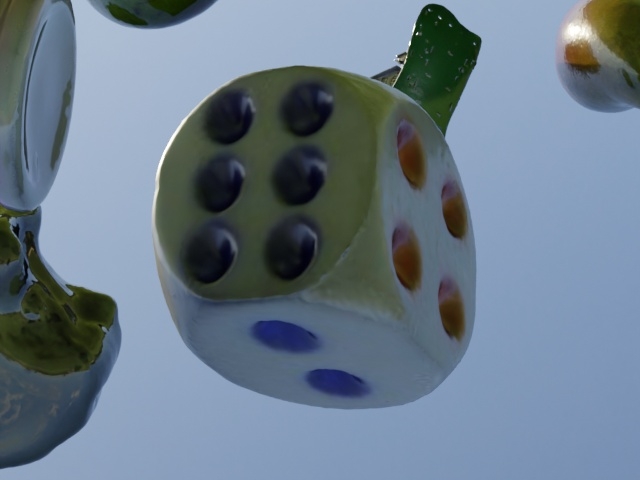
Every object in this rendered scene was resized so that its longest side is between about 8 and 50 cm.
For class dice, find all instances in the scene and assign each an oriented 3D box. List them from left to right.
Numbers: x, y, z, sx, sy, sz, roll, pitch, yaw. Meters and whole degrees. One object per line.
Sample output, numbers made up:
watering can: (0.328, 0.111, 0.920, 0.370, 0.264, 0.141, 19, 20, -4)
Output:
dice: (0.000, 0.000, 1.334, 0.243, 0.251, 0.259, -8, -122, 27)

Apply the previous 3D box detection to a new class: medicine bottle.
medicine bottle: (-0.381, -0.142, 1.179, 0.315, 0.202, 0.202, 9, -144, 1)

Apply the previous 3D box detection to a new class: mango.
mango: (0.353, -0.222, 1.640, 0.129, 0.146, 0.289, 5, -174, -9)

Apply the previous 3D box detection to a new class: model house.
model house: (0.118, -0.211, 1.782, 0.117, 0.167, 0.088, 26, 170, -36)

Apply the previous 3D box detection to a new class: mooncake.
mooncake: (-0.436, 0.118, 1.781, 0.351, 0.351, 0.187, 2, -159, -1)

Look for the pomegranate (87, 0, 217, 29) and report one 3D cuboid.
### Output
pomegranate: (-0.178, -0.322, 1.387, 0.187, 0.225, 0.187, -14, -139, 12)
